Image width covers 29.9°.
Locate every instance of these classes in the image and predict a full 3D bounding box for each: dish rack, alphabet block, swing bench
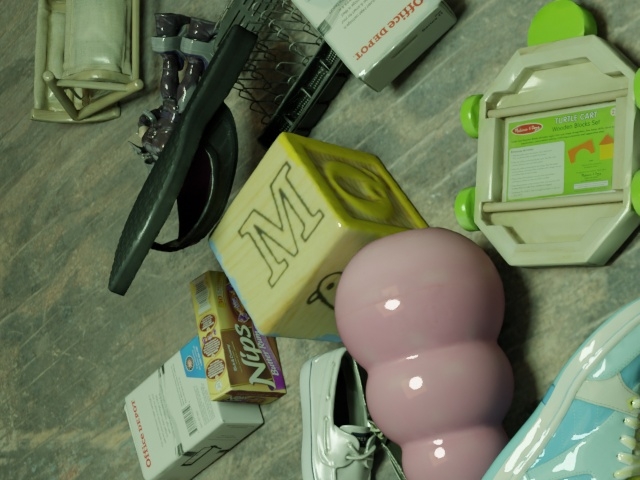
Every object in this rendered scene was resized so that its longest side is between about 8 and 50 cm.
[{"bbox_3d":[-0.070,-0.285,1.788,0.271,0.074,0.208,51,118,28],"label":"dish rack"},{"bbox_3d":[0.000,0.000,1.595,0.197,0.192,0.193,-53,51,26],"label":"alphabet block"},{"bbox_3d":[-0.410,-0.355,2.096,0.255,0.165,0.253,153,118,-69],"label":"swing bench"}]

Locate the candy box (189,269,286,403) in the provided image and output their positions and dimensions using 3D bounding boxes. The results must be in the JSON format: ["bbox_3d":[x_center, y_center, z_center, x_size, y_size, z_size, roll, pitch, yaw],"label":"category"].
[{"bbox_3d":[-0.122,0.142,1.749,0.053,0.109,0.186,-33,59,37],"label":"candy box"}]

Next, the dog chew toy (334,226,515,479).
[{"bbox_3d":[0.138,0.157,1.426,0.206,0.206,0.332,-24,74,41],"label":"dog chew toy"}]

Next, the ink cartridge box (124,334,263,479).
[{"bbox_3d":[-0.196,0.258,1.820,0.203,0.086,0.148,-41,56,34],"label":"ink cartridge box"}]

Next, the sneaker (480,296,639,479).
[{"bbox_3d":[0.329,0.229,1.271,0.208,0.127,0.319,41,106,30],"label":"sneaker"}]

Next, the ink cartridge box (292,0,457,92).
[{"bbox_3d":[0.059,-0.326,1.610,0.153,0.087,0.208,-41,69,12],"label":"ink cartridge box"}]

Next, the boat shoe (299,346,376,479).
[{"bbox_3d":[0.029,0.266,1.580,0.084,0.095,0.258,-31,62,43],"label":"boat shoe"}]

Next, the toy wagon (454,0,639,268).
[{"bbox_3d":[0.286,-0.141,1.414,0.267,0.068,0.344,-4,79,45],"label":"toy wagon"}]

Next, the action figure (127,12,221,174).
[{"bbox_3d":[-0.231,-0.221,1.948,0.185,0.099,0.285,20,101,39],"label":"action figure"}]

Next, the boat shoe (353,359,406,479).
[{"bbox_3d":[0.091,0.229,1.540,0.078,0.070,0.219,-40,56,34],"label":"boat shoe"}]

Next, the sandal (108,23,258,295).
[{"bbox_3d":[-0.160,-0.110,1.639,0.167,0.107,0.446,-41,23,58],"label":"sandal"}]
